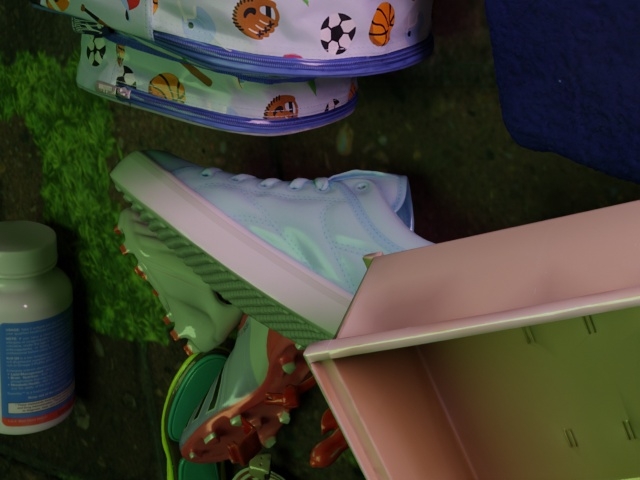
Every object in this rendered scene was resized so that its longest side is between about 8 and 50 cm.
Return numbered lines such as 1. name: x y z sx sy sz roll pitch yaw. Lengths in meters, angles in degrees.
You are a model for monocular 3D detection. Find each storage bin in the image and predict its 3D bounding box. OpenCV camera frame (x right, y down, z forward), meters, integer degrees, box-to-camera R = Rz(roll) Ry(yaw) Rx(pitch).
1. storage bin: 0.171 0.116 0.696 0.262 0.123 0.260 -13 116 25

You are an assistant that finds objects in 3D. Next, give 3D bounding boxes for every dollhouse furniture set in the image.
1. dollhouse furniture set: -0.033 0.275 1.112 0.081 0.091 0.114 6 142 2

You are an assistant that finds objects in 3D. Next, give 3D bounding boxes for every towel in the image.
1. towel: 0.237 -0.117 0.644 0.308 0.076 0.227 20 141 36

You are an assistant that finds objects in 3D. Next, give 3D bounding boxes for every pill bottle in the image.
1. pill bottle: -0.341 0.096 1.291 0.124 0.124 0.221 24 120 37

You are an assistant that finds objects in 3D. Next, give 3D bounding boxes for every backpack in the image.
1. backpack: -0.047 -0.188 0.815 0.263 0.276 0.213 15 120 33

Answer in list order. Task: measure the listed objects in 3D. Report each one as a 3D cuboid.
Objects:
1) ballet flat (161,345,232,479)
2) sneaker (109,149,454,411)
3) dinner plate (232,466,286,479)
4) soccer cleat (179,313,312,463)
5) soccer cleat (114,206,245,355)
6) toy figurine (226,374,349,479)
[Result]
1. ballet flat: -0.130 0.192 1.161 0.077 0.077 0.231 -129 39 -55
2. sneaker: 0.000 0.000 0.921 0.366 0.150 0.135 31 163 21
3. dinner plate: -0.042 0.291 1.144 0.141 0.017 0.141 16 115 39
4. soccer cleat: -0.059 0.120 1.055 0.248 0.083 0.095 -51 42 37
5. soccer cleat: -0.137 0.029 1.118 0.196 0.076 0.068 53 176 37
6. toy figurine: 0.101 0.270 0.950 0.362 0.191 0.217 33 156 23
